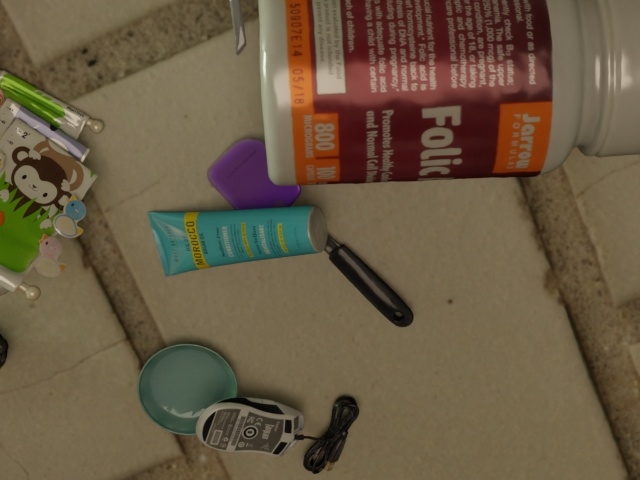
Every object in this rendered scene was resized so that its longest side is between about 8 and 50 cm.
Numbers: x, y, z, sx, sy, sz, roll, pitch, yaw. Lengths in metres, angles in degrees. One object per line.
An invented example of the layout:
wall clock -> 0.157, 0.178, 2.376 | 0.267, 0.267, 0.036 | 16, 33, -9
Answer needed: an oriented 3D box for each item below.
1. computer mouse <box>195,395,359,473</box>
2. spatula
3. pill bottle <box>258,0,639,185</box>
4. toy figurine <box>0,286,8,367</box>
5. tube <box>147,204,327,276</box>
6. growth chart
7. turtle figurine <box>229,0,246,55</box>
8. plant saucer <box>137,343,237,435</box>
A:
computer mouse -> -0.057, 0.220, 1.410 | 0.193, 0.042, 0.106 | 14, 113, -21
spatula -> 0.000, 0.000, 1.357 | 0.296, 0.030, 0.084 | 41, 115, -15
pill bottle -> 0.138, -0.172, 1.207 | 0.392, 0.224, 0.224 | -3, 108, 0
toy figurine -> -0.450, 0.066, 1.315 | 0.213, 0.148, 0.209 | 7, 101, -2
tube -> -0.096, -0.005, 1.330 | 0.207, 0.052, 0.080 | -5, 103, 24
growth chart -> -0.326, -0.064, 1.267 | 0.172, 0.021, 0.237 | 23, 63, -12
turtle figurine -> -0.101, -0.364, 1.132 | 0.275, 0.198, 0.266 | 33, 115, 11
plant saucer -> -0.158, 0.175, 1.415 | 0.119, 0.021, 0.119 | 0, 108, -1
